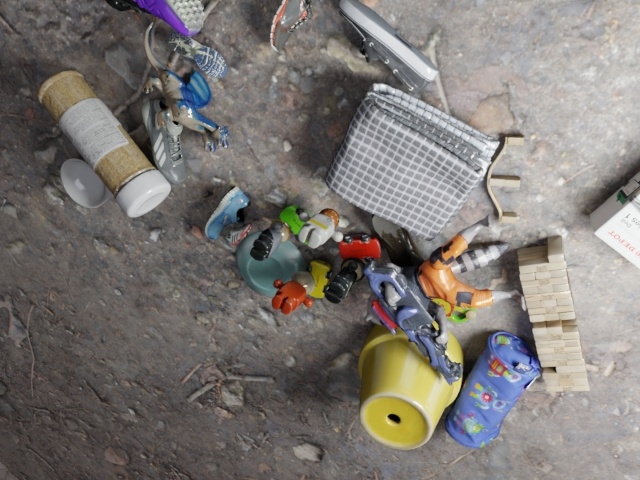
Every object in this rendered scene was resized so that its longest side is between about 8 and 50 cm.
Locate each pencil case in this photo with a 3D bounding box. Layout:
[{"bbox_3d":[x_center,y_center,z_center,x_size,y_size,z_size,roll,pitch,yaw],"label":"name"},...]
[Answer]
[{"bbox_3d":[0.401,0.357,1.312,0.133,0.119,0.306,30,125,20],"label":"pencil case"}]

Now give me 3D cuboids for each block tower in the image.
[{"bbox_3d":[0.494,0.161,1.191,0.097,0.091,0.335,-9,113,24],"label":"block tower"}]

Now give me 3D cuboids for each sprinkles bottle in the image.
[{"bbox_3d":[-0.499,-0.223,1.295,0.121,0.121,0.355,-41,86,32],"label":"sprinkles bottle"}]

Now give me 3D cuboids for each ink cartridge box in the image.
[{"bbox_3d":[0.636,-0.054,1.021,0.160,0.092,0.219,37,123,-1],"label":"ink cartridge box"}]

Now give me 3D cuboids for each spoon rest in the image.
[{"bbox_3d":[-0.546,-0.147,1.416,0.276,0.084,0.137,0,116,20],"label":"spoon rest"}]

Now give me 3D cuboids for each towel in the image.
[{"bbox_3d":[0.171,-0.144,1.112,0.284,0.121,0.235,29,133,3],"label":"towel"}]

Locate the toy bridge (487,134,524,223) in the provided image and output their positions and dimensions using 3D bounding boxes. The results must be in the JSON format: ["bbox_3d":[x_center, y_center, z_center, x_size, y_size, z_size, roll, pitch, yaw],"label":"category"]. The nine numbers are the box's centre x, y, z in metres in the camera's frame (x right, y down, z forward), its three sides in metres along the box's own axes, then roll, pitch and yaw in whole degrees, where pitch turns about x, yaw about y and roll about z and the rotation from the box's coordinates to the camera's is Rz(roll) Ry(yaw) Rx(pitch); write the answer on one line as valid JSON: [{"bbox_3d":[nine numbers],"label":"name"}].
[{"bbox_3d":[0.368,-0.119,1.125,0.063,0.026,0.188,7,119,20],"label":"toy bridge"}]

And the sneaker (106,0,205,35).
[{"bbox_3d":[-0.366,-0.513,1.149,0.293,0.102,0.146,49,124,-2],"label":"sneaker"}]

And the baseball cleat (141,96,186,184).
[{"bbox_3d":[-0.349,-0.226,1.296,0.109,0.072,0.205,2,119,43],"label":"baseball cleat"}]

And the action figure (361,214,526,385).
[{"bbox_3d":[0.254,0.127,1.190,0.330,0.178,0.341,-21,112,25],"label":"action figure"}]

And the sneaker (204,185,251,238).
[{"bbox_3d":[-0.224,-0.054,1.359,0.073,0.063,0.162,37,123,-5],"label":"sneaker"}]

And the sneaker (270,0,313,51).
[{"bbox_3d":[-0.050,-0.437,1.092,0.065,0.061,0.158,25,123,-1],"label":"sneaker"}]

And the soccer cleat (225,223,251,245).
[{"bbox_3d":[-0.204,-0.019,1.390,0.035,0.029,0.083,42,128,-9],"label":"soccer cleat"}]

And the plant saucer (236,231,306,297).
[{"bbox_3d":[-0.131,0.072,1.407,0.195,0.037,0.195,9,119,16],"label":"plant saucer"}]

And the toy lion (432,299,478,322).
[{"bbox_3d":[0.297,0.154,1.298,0.100,0.034,0.096,44,130,-6],"label":"toy lion"}]

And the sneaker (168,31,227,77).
[{"bbox_3d":[-0.259,-0.400,1.198,0.135,0.058,0.052,33,100,-23],"label":"sneaker"}]

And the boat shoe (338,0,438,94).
[{"bbox_3d":[0.116,-0.364,1.063,0.228,0.080,0.076,36,122,-10],"label":"boat shoe"}]

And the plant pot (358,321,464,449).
[{"bbox_3d":[0.196,0.341,1.311,0.254,0.239,0.254,9,120,17],"label":"plant pot"}]

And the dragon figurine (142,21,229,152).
[{"bbox_3d":[-0.301,-0.321,1.229,0.085,0.144,0.289,-26,86,31],"label":"dragon figurine"}]

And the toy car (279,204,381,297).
[{"bbox_3d":[0.000,0.000,1.310,0.225,0.053,0.239,47,122,-7],"label":"toy car"}]

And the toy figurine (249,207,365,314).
[{"bbox_3d":[-0.025,0.040,1.230,0.213,0.148,0.209,-18,103,29],"label":"toy figurine"}]

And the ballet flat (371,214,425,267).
[{"bbox_3d":[0.183,0.026,1.261,0.084,0.058,0.250,-23,113,18],"label":"ballet flat"}]
